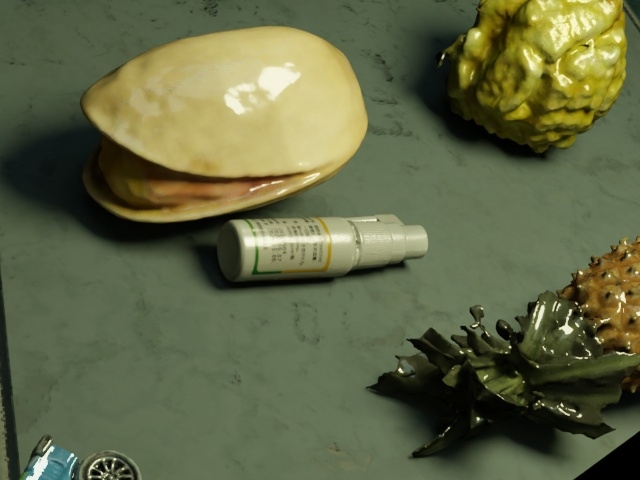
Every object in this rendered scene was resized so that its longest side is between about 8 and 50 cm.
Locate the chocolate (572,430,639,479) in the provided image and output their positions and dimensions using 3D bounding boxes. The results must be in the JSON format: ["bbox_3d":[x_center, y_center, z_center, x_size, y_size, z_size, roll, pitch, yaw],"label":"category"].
[{"bbox_3d":[0.349,0.325,0.885,0.383,0.384,0.331,7,52,-19],"label":"chocolate"}]

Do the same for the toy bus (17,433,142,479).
[{"bbox_3d":[-0.103,0.238,0.789,0.234,0.116,0.133,27,41,1],"label":"toy bus"}]

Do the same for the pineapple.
[{"bbox_3d":[0.231,0.112,1.213,0.364,0.165,0.165,-21,56,-30],"label":"pineapple"}]

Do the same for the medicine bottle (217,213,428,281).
[{"bbox_3d":[0.000,0.000,1.282,0.220,0.061,0.092,-2,27,-29],"label":"medicine bottle"}]

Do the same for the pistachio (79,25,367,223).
[{"bbox_3d":[-0.090,-0.110,1.258,0.299,0.187,0.187,-20,55,-30],"label":"pistachio"}]

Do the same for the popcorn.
[{"bbox_3d":[0.253,-0.229,1.534,0.225,0.249,0.249,8,40,2],"label":"popcorn"}]
